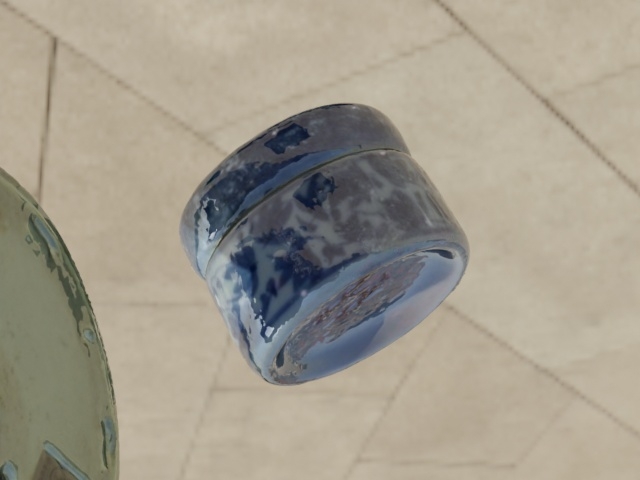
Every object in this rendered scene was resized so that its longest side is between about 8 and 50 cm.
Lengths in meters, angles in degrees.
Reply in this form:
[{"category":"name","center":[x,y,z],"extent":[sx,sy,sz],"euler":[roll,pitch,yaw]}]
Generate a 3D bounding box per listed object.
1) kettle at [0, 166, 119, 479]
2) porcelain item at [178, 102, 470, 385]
[{"category":"kettle","center":[-0.299,0.139,0.809],"extent":[0.377,0.250,0.361],"euler":[-9,139,21]},{"category":"porcelain item","center":[0.000,0.000,0.947],"extent":[0.147,0.114,0.147],"euler":[-28,159,-12]}]
